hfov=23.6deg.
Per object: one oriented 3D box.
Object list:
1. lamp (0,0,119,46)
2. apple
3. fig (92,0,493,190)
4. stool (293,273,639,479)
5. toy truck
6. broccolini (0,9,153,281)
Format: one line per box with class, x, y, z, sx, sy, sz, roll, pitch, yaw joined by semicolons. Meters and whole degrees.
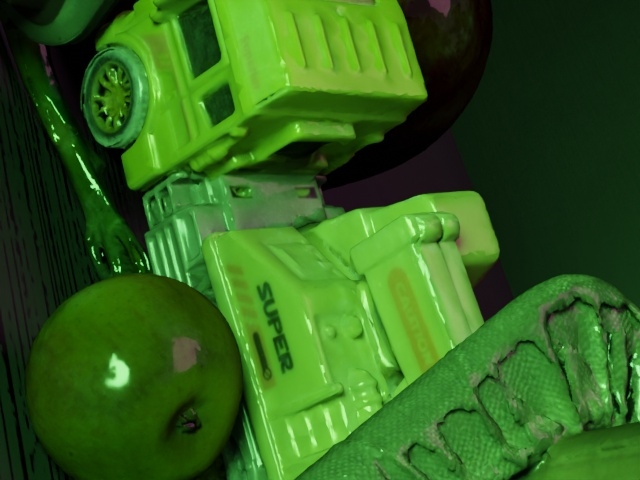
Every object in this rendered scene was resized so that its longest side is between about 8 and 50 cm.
lamp;-0.189;-0.196;0.608;0.203;0.124;0.283;48;8;18
apple;-0.072;0.057;0.609;0.074;0.089;0.089;26;-20;40
fig;-0.019;-0.120;0.896;0.235;0.235;0.214;52;21;-53
stool;0.120;0.205;0.510;0.226;0.310;0.310;7;-50;51
toy truck;0.000;0.000;0.683;0.124;0.157;0.272;0;69;-43
broccolini;-0.106;-0.037;0.748;0.071;0.058;0.254;-32;-104;67
